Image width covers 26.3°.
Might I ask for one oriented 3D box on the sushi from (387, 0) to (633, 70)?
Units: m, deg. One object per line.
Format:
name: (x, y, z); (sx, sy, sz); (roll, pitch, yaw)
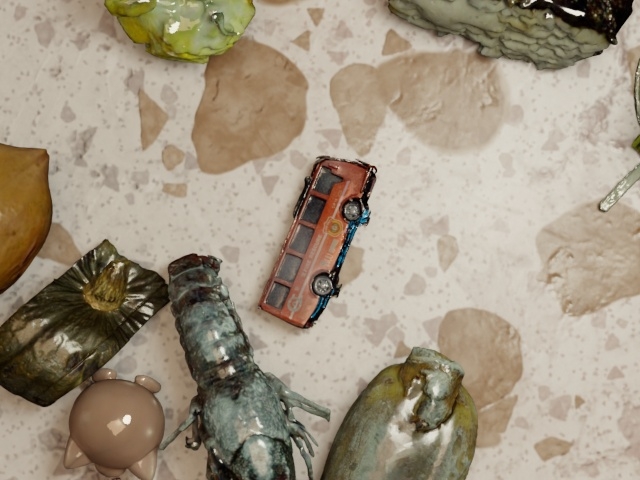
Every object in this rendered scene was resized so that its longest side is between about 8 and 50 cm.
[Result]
sushi: (0.232, -0.344, 1.771); (0.343, 0.196, 0.182); (18, 69, -4)

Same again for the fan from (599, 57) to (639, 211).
fan: (0.484, -0.184, 1.833); (0.294, 0.012, 0.223); (-16, 87, -1)

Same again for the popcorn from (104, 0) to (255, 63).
popcorn: (-0.183, -0.318, 1.763); (0.197, 0.212, 0.198); (-2, 86, 34)

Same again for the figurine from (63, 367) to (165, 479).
figurine: (-0.264, 0.239, 1.774); (0.125, 0.125, 0.138); (7, 72, 1)

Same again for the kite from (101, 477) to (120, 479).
kite: (-0.265, 0.338, 1.821); (0.078, 0.002, 0.044); (9, 87, 3)

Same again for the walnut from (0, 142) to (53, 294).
walnut: (-0.457, -0.011, 1.747); (0.298, 0.203, 0.203); (-39, 87, -5)

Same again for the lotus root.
lotus root: (0.087, 0.303, 1.745); (0.175, 0.175, 0.350); (29, 92, 2)

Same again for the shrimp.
shrimp: (-0.108, 0.210, 1.745); (0.221, 0.166, 0.411); (-21, 87, -3)

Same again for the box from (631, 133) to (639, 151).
box: (0.473, -0.174, 1.717); (0.064, 0.220, 0.141); (40, 85, 5)

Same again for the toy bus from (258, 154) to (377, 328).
toy bus: (0.000, 0.000, 1.802); (0.096, 0.073, 0.235); (21, 88, 8)

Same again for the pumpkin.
pumpkin: (-0.320, 0.112, 1.772); (0.248, 0.126, 0.131); (-45, 89, -2)
